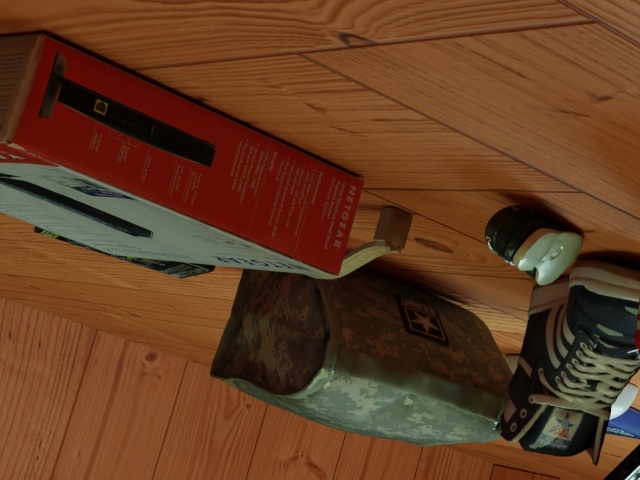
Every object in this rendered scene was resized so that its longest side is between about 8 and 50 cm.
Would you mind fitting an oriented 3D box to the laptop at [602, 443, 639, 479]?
[{"bbox_3d":[0.426,0.251,1.525,0.236,0.408,0.382,47,-167,20],"label":"laptop"}]

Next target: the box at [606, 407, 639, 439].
[{"bbox_3d":[0.391,0.244,2.323,0.136,0.036,0.225,7,169,44],"label":"box"}]

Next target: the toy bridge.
[{"bbox_3d":[0.000,0.000,1.431,0.026,0.063,0.188,23,168,-39],"label":"toy bridge"}]

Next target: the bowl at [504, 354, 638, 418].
[{"bbox_3d":[0.304,0.185,2.063,0.142,0.053,0.142,21,169,-22],"label":"bowl"}]

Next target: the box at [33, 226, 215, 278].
[{"bbox_3d":[-0.216,-0.006,1.843,0.184,0.045,0.190,21,171,-13],"label":"box"}]

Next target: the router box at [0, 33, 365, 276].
[{"bbox_3d":[-0.185,-0.062,1.314,0.301,0.082,0.335,23,169,-36],"label":"router box"}]

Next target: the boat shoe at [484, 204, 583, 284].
[{"bbox_3d":[0.160,0.002,1.239,0.042,0.049,0.133,42,-170,24],"label":"boat shoe"}]

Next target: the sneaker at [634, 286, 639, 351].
[{"bbox_3d":[0.316,0.073,1.112,0.221,0.128,0.087,16,172,12],"label":"sneaker"}]

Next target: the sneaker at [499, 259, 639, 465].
[{"bbox_3d":[0.226,0.107,1.393,0.099,0.153,0.282,16,171,-5],"label":"sneaker"}]

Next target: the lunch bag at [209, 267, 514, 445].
[{"bbox_3d":[0.051,0.123,1.760,0.235,0.169,0.287,21,174,-25],"label":"lunch bag"}]
